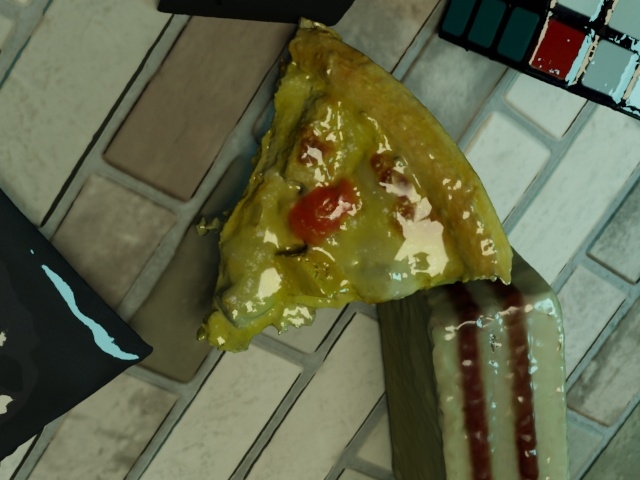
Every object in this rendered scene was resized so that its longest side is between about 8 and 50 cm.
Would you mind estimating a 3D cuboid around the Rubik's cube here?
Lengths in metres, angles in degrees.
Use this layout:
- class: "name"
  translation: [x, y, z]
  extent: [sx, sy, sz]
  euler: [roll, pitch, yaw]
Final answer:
- class: "Rubik's cube"
  translation: [0.223, -0.211, 0.843]
  extent: [0.163, 0.160, 0.162]
  euler: [15, 105, -26]

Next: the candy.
- class: "candy"
  translation: [0.147, 0.153, 0.962]
  extent: [0.135, 0.179, 0.320]
  euler: [-13, 116, -13]

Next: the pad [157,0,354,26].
- class: "pad"
  translation: [-0.016, -0.223, 0.718]
  extent: [0.160, 0.265, 0.009]
  euler: [-1, 75, -22]

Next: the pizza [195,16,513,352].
- class: "pizza"
  translation: [0.000, 0.000, 0.837]
  extent: [0.280, 0.075, 0.287]
  euler: [43, 101, 7]

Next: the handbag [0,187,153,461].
- class: "handbag"
  translation: [-0.294, 0.074, 0.812]
  extent: [0.211, 0.089, 0.254]
  euler: [-40, 119, -8]
